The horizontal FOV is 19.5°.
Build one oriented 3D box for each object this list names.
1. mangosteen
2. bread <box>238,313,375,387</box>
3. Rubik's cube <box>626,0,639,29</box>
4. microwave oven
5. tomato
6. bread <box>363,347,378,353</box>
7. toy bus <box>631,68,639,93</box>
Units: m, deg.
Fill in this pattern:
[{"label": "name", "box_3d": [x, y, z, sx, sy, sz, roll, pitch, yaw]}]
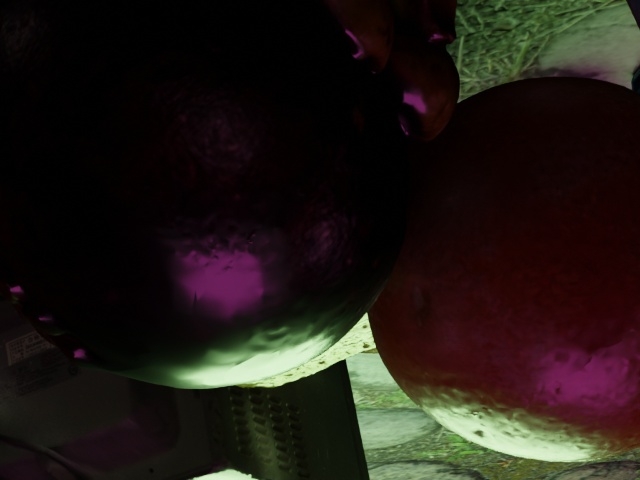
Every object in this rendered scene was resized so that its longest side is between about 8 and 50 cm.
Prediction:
[{"label": "mangosteen", "box_3d": [-0.058, -0.073, 1.156, 0.347, 0.307, 0.307, -41, 158, -8]}, {"label": "bread", "box_3d": [0.000, 0.000, 1.459, 0.234, 0.184, 0.110, -26, 150, 27]}, {"label": "Rubik's cube", "box_3d": [0.436, -0.101, 1.209, 0.322, 0.316, 0.319, -32, 152, 26]}, {"label": "microwave oven", "box_3d": [-0.222, 0.188, 1.729, 0.432, 0.236, 0.374, -21, 154, 21]}, {"label": "tomato", "box_3d": [0.165, 0.022, 1.251, 0.265, 0.265, 0.265, -10, 157, -4]}, {"label": "bread", "box_3d": [0.023, 0.028, 1.633, 0.132, 0.114, 0.190, -13, 150, 30]}, {"label": "toy bus", "box_3d": [0.294, -0.119, 1.497, 0.083, 0.046, 0.038, 0, 154, -20]}]
